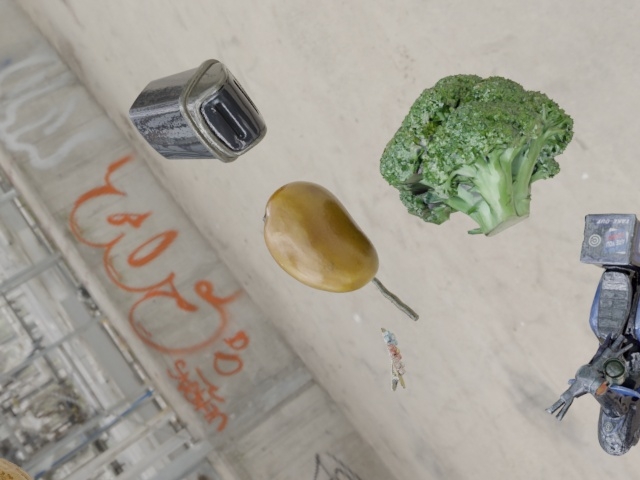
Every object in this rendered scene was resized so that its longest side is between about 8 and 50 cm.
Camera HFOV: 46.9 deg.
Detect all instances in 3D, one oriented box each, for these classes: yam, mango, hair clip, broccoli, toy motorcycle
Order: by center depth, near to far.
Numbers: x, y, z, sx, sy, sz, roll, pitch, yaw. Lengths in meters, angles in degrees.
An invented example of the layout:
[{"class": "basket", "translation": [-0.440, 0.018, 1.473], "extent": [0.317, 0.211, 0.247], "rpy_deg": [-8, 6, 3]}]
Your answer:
[{"class": "toy motorcycle", "translation": [0.463, 0.152, 1.155], "extent": [0.213, 0.358, 0.125], "rpy_deg": [20, 167, -40]}, {"class": "broccoli", "translation": [0.298, -0.166, 1.408], "extent": [0.310, 0.321, 0.413], "rpy_deg": [38, 155, 2]}, {"class": "mango", "translation": [-0.007, 0.002, 1.436], "extent": [0.254, 0.175, 0.139], "rpy_deg": [50, 165, 2]}, {"class": "yam", "translation": [0.206, 0.163, 2.127], "extent": [0.029, 0.027, 0.234], "rpy_deg": [39, -177, -44]}, {"class": "hair clip", "translation": [0.217, 0.339, 2.158], "extent": [0.062, 0.056, 0.213], "rpy_deg": [41, -148, -43]}]

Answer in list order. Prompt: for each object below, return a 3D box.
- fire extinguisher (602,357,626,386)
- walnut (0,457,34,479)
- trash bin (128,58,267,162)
[{"class": "fire extinguisher", "translation": [0.363, 0.161, 0.906], "extent": [0.025, 0.038, 0.083], "rpy_deg": [43, 180, 29]}, {"class": "walnut", "translation": [-0.495, 0.396, 1.036], "extent": [0.226, 0.193, 0.193], "rpy_deg": [29, 154, 7]}, {"class": "trash bin", "translation": [-0.277, -0.287, 1.686], "extent": [0.290, 0.182, 0.209], "rpy_deg": [0, 143, 39]}]
